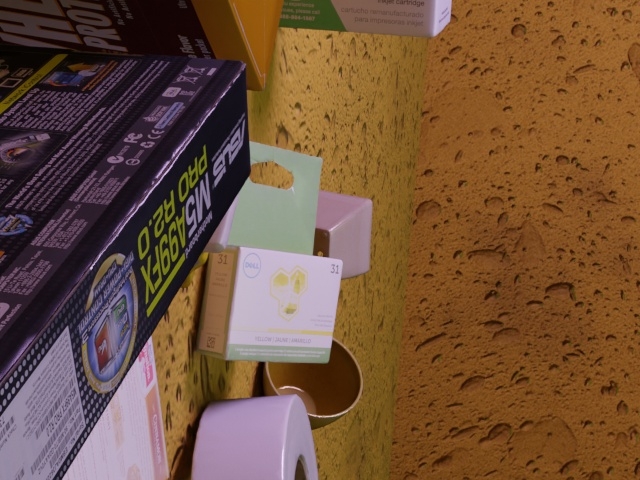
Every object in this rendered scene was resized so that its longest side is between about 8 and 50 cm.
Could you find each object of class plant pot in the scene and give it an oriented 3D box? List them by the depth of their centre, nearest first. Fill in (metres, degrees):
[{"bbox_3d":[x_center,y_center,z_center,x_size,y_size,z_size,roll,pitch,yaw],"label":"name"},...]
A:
[{"bbox_3d":[-0.024,0.200,1.533,0.095,0.134,0.134,120,-8,-45],"label":"plant pot"},{"bbox_3d":[0.000,0.000,1.560,0.096,0.109,0.109,-37,133,-58],"label":"plant pot"}]

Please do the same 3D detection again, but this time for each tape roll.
[{"bbox_3d":[-0.065,0.315,1.278,0.286,0.100,0.286,-4,90,-83],"label":"tape roll"}]

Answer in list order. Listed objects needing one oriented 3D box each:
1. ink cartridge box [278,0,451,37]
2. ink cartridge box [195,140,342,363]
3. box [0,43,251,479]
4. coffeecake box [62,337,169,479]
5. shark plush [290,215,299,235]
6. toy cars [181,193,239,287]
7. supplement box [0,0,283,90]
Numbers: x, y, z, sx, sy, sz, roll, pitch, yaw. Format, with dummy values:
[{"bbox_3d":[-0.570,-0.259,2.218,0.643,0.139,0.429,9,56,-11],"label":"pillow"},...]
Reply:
[{"bbox_3d":[0.042,-0.383,1.274,0.121,0.211,0.289,-53,147,-65],"label":"ink cartridge box"},{"bbox_3d":[-0.048,0.014,1.268,0.171,0.056,0.235,9,89,-49],"label":"ink cartridge box"},{"bbox_3d":[-0.166,-0.003,0.453,0.270,0.216,0.060,-66,158,-57],"label":"box"},{"bbox_3d":[-0.170,0.146,0.771,0.185,0.068,0.142,-57,146,-64],"label":"coffeecake box"},{"bbox_3d":[-0.064,0.047,1.346,0.073,0.067,0.161,24,73,-78],"label":"shark plush"},{"bbox_3d":[-0.116,-0.118,0.949,0.176,0.087,0.393,-62,156,-62],"label":"toy cars"},{"bbox_3d":[-0.118,-0.200,0.626,0.129,0.194,0.191,69,29,-66],"label":"supplement box"}]
